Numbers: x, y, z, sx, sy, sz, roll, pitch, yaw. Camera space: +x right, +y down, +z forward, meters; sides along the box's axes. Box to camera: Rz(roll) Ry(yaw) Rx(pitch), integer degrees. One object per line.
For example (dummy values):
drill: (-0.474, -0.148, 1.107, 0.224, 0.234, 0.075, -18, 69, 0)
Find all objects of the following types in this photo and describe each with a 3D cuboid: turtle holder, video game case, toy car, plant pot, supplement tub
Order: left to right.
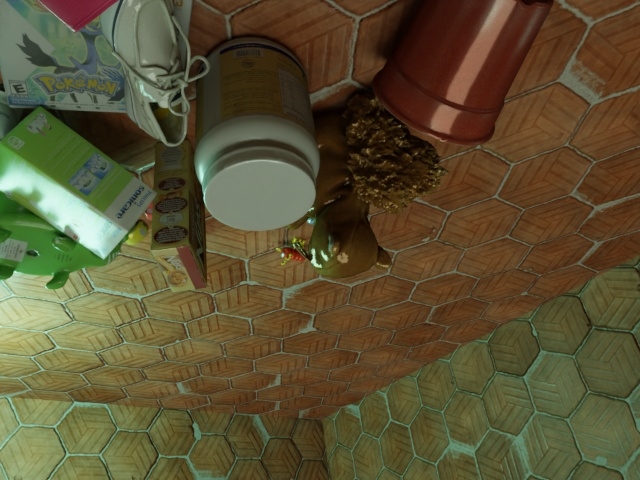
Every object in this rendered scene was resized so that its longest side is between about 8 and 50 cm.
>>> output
turtle holder: (-0.657, -0.037, 1.265, 0.321, 0.227, 0.243, -5, 145, -7)
video game case: (-0.421, -0.363, 0.971, 0.329, 0.036, 0.300, -2, 146, -23)
toy car: (-0.446, -0.028, 1.479, 0.239, 0.053, 0.225, -33, 139, 32)
supplement tub: (-0.128, -0.211, 1.031, 0.241, 0.331, 0.241, -6, 146, -4)
plant pot: (0.271, -0.368, 0.976, 0.273, 0.272, 0.265, 5, 136, -19)

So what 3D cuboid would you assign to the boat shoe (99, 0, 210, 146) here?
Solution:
boat shoe: (-0.278, -0.288, 0.916, 0.136, 0.156, 0.367, -41, 168, -29)

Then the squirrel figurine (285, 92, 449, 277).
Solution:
squirrel figurine: (0.073, -0.115, 1.180, 0.397, 0.370, 0.281, -34, 138, 32)

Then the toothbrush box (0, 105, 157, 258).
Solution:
toothbrush box: (-0.526, -0.111, 1.105, 0.283, 0.122, 0.206, 38, 144, -19)

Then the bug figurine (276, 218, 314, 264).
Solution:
bug figurine: (0.000, 0.000, 1.601, 0.216, 0.072, 0.279, 10, 141, -26)

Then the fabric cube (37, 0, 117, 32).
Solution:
fabric cube: (-0.321, -0.487, 0.654, 0.259, 0.254, 0.258, -24, 143, 22)

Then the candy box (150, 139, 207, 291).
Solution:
candy box: (-0.329, -0.061, 1.221, 0.088, 0.316, 0.182, -8, 146, -2)

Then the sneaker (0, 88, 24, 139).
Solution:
sneaker: (-0.723, -0.192, 1.111, 0.111, 0.129, 0.297, 13, 141, -31)
